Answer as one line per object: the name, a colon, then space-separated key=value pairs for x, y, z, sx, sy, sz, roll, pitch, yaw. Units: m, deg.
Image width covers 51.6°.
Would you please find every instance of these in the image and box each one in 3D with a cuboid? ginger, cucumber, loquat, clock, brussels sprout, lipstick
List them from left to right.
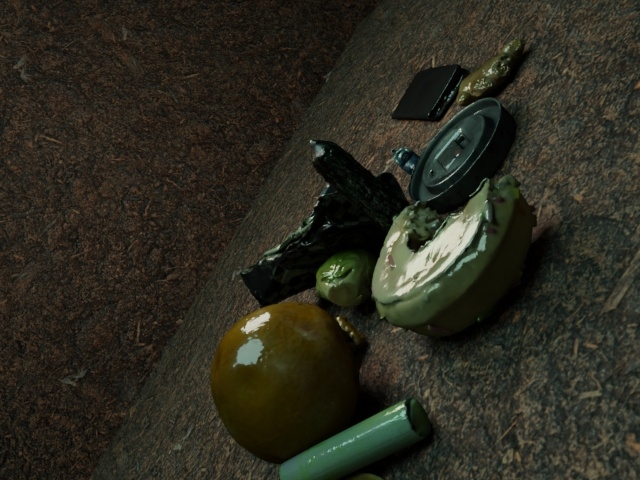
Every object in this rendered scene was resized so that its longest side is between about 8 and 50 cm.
loquat: x=-0.069 y=0.289 z=1.358 sx=0.328 sy=0.328 sz=0.328 roll=-48 pitch=19 yaw=22
brussels sprout: x=0.070 y=0.089 z=1.623 sx=0.180 sy=0.161 sz=0.144 roll=-110 pitch=17 yaw=-68
lipstick: x=0.058 y=0.373 z=1.180 sx=0.304 sy=0.076 sz=0.076 roll=-35 pitch=25 yaw=24
cucumber: x=0.112 y=-0.108 z=1.524 sx=0.096 sy=0.359 sz=0.096 roll=-46 pitch=17 yaw=18
clock: x=0.337 y=-0.203 z=1.595 sx=0.312 sy=0.061 sz=0.312 roll=-48 pitch=19 yaw=22
ginger: x=0.444 y=-0.429 z=1.717 sx=0.213 sy=0.074 sz=0.137 roll=-32 pitch=28 yaw=40

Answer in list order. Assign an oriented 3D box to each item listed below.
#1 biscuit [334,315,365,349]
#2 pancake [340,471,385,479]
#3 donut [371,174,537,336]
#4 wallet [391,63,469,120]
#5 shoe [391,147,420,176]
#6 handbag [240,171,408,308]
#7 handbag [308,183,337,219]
biscuit: x=-0.041 y=0.340 z=1.551 sx=0.378 sy=0.094 sz=0.054 roll=-52 pitch=-25 yaw=11
pancake: x=0.031 y=0.520 z=1.118 sx=0.282 sy=0.049 sz=0.282 roll=-45 pitch=19 yaw=20
donut: x=0.240 y=0.043 z=1.257 sx=0.307 sy=0.150 sz=0.371 roll=-62 pitch=19 yaw=-20
wallet: x=0.335 y=-0.465 z=2.098 sx=0.197 sy=0.051 sz=0.377 roll=-58 pitch=17 yaw=2
shoe: x=0.247 y=-0.224 z=1.858 sx=0.064 sy=0.071 sz=0.143 roll=-52 pitch=22 yaw=13
handbag: x=0.000 y=0.000 z=1.748 sx=0.317 sy=0.180 sz=0.416 roll=-20 pitch=-15 yaw=-49
handbag: x=0.063 y=-0.112 z=2.015 sx=0.057 sy=0.144 sz=0.221 roll=-11 pitch=45 yaw=58
